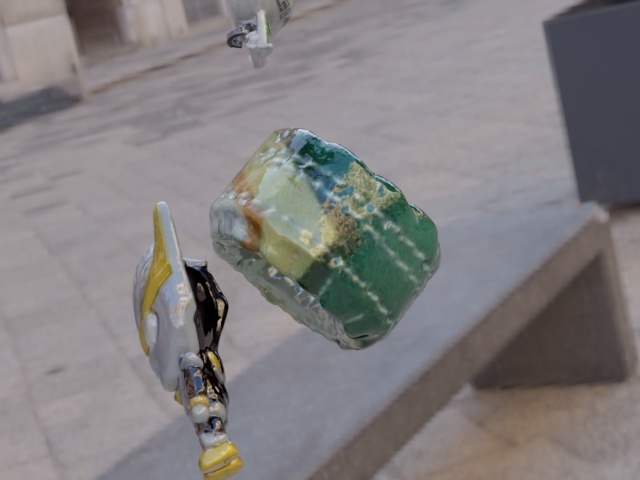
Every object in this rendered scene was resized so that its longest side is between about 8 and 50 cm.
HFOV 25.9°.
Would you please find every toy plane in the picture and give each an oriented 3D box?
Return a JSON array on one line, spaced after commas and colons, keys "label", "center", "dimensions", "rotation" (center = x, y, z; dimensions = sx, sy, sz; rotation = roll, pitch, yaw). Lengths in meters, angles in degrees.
[{"label": "toy plane", "center": [-0.069, -0.270, 1.480], "dimensions": [0.080, 0.174, 0.174], "rotation": [-6, 12, -1]}]

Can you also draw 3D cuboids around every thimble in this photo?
[{"label": "thimble", "center": [0.000, 0.000, 1.640], "dimensions": [0.167, 0.254, 0.288], "rotation": [-51, 13, -11]}]

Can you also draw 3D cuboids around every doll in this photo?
[{"label": "doll", "center": [-0.147, 0.113, 1.557], "dimensions": [0.103, 0.316, 0.145], "rotation": [-26, -25, 17]}]
